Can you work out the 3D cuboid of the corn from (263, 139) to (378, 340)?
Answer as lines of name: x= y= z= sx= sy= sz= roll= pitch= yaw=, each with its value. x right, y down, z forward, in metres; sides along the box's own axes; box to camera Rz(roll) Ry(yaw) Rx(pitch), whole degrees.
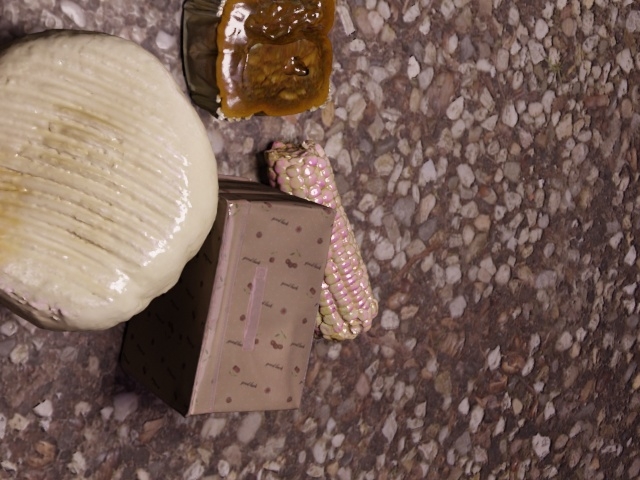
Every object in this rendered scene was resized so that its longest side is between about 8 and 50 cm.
corn: x=-0.002 y=0.001 z=1.702 sx=0.126 sy=0.126 sz=0.335 roll=-28 pitch=114 yaw=-27

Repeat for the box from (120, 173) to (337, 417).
box: x=-0.133 y=0.070 z=1.549 sx=0.190 sy=0.225 sz=0.297 roll=6 pitch=100 yaw=-37

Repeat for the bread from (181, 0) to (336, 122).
bread: x=-0.079 y=-0.269 z=1.565 sx=0.209 sy=0.109 sz=0.192 roll=-10 pitch=110 yaw=-35

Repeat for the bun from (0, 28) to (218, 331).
bun: x=-0.304 y=-0.072 z=1.372 sx=0.365 sy=0.219 sz=0.365 roll=2 pitch=83 yaw=-14
